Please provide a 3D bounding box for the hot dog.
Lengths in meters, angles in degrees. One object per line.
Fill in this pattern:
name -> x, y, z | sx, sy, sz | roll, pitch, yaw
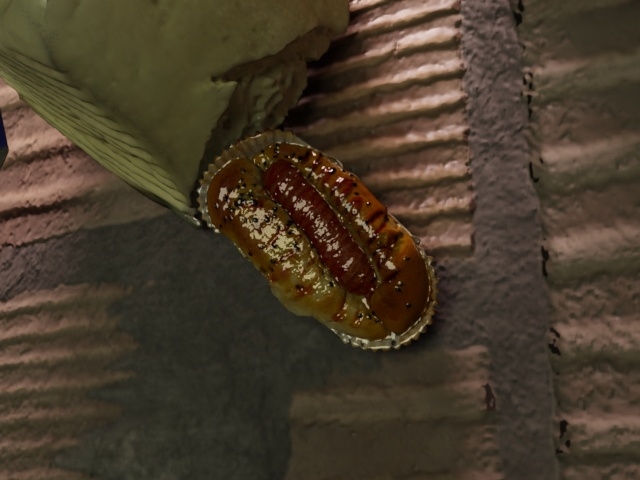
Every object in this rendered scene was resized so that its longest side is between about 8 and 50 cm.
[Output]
hot dog -> 0.000, 0.000, 0.633 | 0.192, 0.053, 0.099 | 42, 100, 14

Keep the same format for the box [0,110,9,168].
box -> -0.419, -0.030, 0.797 | 0.299, 0.200, 0.106 | -48, 53, 38

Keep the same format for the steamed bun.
steamed bun -> -0.134, -0.207, 0.717 | 0.290, 0.273, 0.272 | 26, 75, 31
